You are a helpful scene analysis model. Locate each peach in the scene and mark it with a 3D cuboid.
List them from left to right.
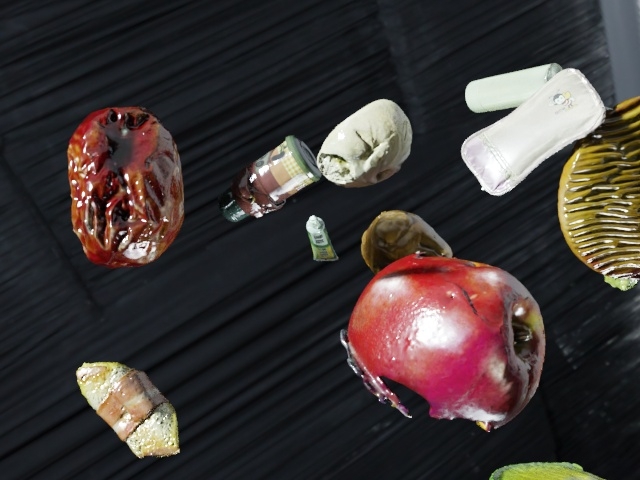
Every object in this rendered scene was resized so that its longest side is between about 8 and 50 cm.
[{"bbox_3d":[0.243,0.202,1.511,0.339,0.352,0.417,26,150,-37],"label":"peach"}]

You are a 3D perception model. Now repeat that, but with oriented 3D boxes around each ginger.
[{"bbox_3d":[0.256,0.012,2.242,0.200,0.270,0.222,147,112,-72],"label":"ginger"}]

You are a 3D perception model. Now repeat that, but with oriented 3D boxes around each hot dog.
[{"bbox_3d":[-0.371,0.329,1.477,0.261,0.123,0.093,47,-169,9],"label":"hot dog"}]

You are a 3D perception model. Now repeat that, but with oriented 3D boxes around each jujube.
[{"bbox_3d":[-0.462,-0.124,1.774,0.276,0.277,0.376,172,93,-73],"label":"jujube"}]

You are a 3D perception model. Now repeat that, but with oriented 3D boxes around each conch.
[{"bbox_3d":[0.595,0.044,1.445,0.089,0.121,0.074,-11,142,36],"label":"conch"}]

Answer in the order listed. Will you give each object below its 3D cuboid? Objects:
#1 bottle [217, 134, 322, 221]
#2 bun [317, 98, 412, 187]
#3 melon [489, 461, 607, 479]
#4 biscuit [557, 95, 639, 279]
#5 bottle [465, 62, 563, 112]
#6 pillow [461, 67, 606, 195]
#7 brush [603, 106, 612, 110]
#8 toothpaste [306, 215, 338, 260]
[{"bbox_3d":[-0.138,-0.140,1.873,0.156,0.271,0.143,29,-149,-61],"label":"bottle"},{"bbox_3d":[0.094,-0.176,1.468,0.128,0.193,0.178,53,162,13],"label":"bun"},{"bbox_3d":[0.412,0.485,1.242,0.226,0.344,0.331,-50,33,40],"label":"melon"},{"bbox_3d":[0.540,-0.085,1.234,0.317,0.318,0.040,65,171,-22],"label":"biscuit"},{"bbox_3d":[0.396,-0.308,1.517,0.202,0.072,0.072,1,122,52],"label":"bottle"},{"bbox_3d":[0.342,-0.174,1.203,0.038,0.233,0.130,30,-150,-49],"label":"pillow"},{"bbox_3d":[0.612,-0.247,1.506,0.301,0.084,0.071,23,127,28],"label":"brush"},{"bbox_3d":[0.000,0.000,1.346,0.204,0.049,0.031,72,-161,-68],"label":"toothpaste"}]
